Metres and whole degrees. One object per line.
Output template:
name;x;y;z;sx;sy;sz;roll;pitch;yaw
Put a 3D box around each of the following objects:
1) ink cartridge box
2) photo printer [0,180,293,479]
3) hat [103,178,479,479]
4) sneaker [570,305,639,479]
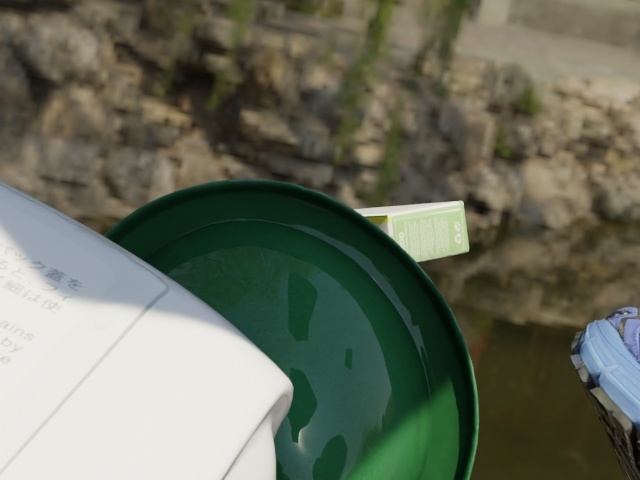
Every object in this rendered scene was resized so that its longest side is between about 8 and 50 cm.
ink cartridge box;0.000;0.000;1.575;0.171;0.056;0.235;-3;4;40
photo printer;-0.156;0.066;0.420;0.256;0.107;0.307;24;30;7
hat;-0.029;0.078;0.603;0.208;0.173;0.183;51;6;3
sneaker;0.152;0.071;0.517;0.087;0.083;0.221;-32;29;-10
